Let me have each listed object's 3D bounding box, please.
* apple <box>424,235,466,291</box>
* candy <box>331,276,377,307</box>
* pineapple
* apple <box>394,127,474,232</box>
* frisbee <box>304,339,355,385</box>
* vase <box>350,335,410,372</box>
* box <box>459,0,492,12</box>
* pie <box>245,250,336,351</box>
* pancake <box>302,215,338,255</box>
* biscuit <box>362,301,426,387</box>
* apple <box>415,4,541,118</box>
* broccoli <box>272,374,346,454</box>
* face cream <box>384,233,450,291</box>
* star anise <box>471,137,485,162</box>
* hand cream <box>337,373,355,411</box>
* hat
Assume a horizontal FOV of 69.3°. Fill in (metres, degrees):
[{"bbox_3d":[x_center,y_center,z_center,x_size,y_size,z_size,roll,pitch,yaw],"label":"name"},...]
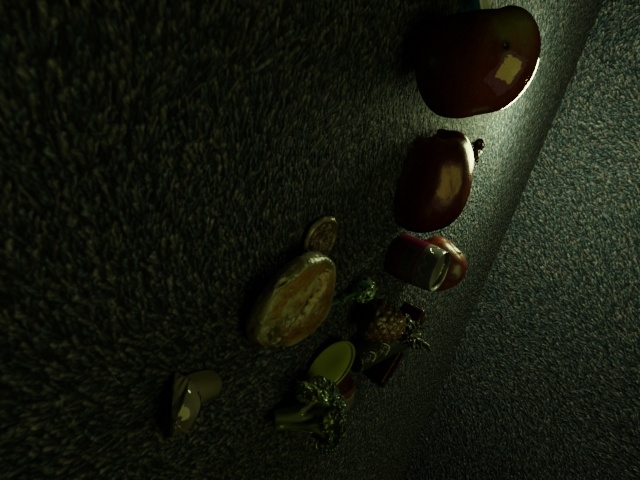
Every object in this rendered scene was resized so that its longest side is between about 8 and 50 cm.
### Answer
[{"bbox_3d":[0.491,0.100,1.952,0.230,0.230,0.230,-35,138,-39],"label":"apple"},{"bbox_3d":[0.076,0.193,1.537,0.305,0.083,0.091,-15,126,-42],"label":"candy"},{"bbox_3d":[0.297,0.329,1.739,0.340,0.169,0.169,25,91,-24],"label":"pineapple"},{"bbox_3d":[0.413,-0.218,1.691,0.329,0.295,0.365,-87,180,-57],"label":"apple"},{"bbox_3d":[0.034,0.454,1.655,0.236,0.017,0.236,-23,130,-31],"label":"frisbee"},{"bbox_3d":[0.223,0.401,1.837,0.301,0.156,0.251,-22,102,-40],"label":"vase"},{"bbox_3d":[0.508,-0.822,1.445,0.194,0.073,0.139,-61,148,-6],"label":"box"},{"bbox_3d":[-0.072,0.171,1.265,0.339,0.077,0.339,-34,141,-33],"label":"pie"},{"bbox_3d":[-0.001,0.000,1.313,0.151,0.025,0.151,-37,144,-33],"label":"pancake"},{"bbox_3d":[0.328,0.456,2.046,0.388,0.107,0.073,-55,147,-15],"label":"biscuit"},{"bbox_3d":[0.442,-0.506,1.323,0.348,0.348,0.277,-30,120,-43],"label":"apple"},{"bbox_3d":[-0.034,0.569,1.498,0.243,0.247,0.263,-7,159,-13],"label":"broccoli"},{"bbox_3d":[0.370,0.085,1.762,0.175,0.195,0.175,-33,137,-38],"label":"face cream"},{"bbox_3d":[0.660,-0.390,1.972,0.097,0.070,0.190,-68,168,11],"label":"star anise"},{"bbox_3d":[0.102,0.631,1.860,0.140,0.089,0.314,-43,147,-29],"label":"hand cream"},{"bbox_3d":[-0.292,0.377,1.092,0.175,0.085,0.147,-5,115,-53],"label":"hat"}]
